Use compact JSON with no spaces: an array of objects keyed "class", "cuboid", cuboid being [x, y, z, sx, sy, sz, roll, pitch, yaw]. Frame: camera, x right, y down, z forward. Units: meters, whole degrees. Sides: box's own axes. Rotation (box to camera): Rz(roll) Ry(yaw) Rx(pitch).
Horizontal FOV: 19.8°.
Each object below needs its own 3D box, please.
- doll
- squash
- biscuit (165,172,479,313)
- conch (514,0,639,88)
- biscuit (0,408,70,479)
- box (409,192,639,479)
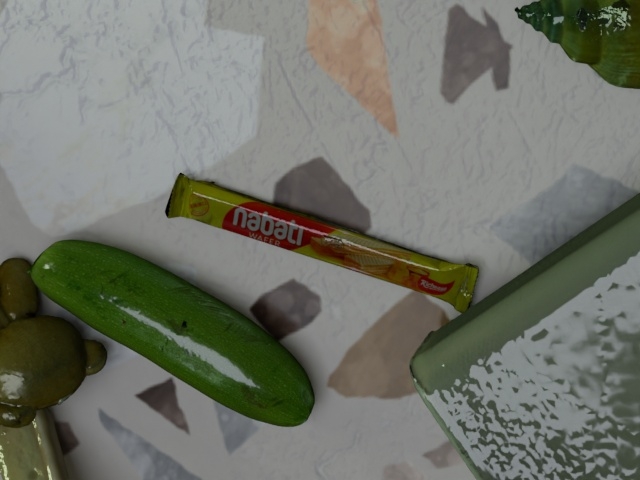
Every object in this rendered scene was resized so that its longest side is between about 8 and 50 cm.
[{"class":"doll","cuboid":[-0.307,0.088,1.712,0.209,0.097,0.137,38,64,20]},{"class":"squash","cuboid":[-0.132,0.078,1.668,0.292,0.082,0.082,30,105,6]},{"class":"biscuit","cuboid":[0.000,0.000,1.656,0.292,0.026,0.048,18,123,9]},{"class":"conch","cuboid":[0.263,-0.175,1.546,0.201,0.079,0.095,23,123,-1]},{"class":"biscuit","cuboid":[-0.257,0.233,1.697,0.056,0.052,0.188,-23,62,5]},{"class":"box","cuboid":[0.309,0.138,1.538,0.344,0.177,0.352,-33,92,17]}]
